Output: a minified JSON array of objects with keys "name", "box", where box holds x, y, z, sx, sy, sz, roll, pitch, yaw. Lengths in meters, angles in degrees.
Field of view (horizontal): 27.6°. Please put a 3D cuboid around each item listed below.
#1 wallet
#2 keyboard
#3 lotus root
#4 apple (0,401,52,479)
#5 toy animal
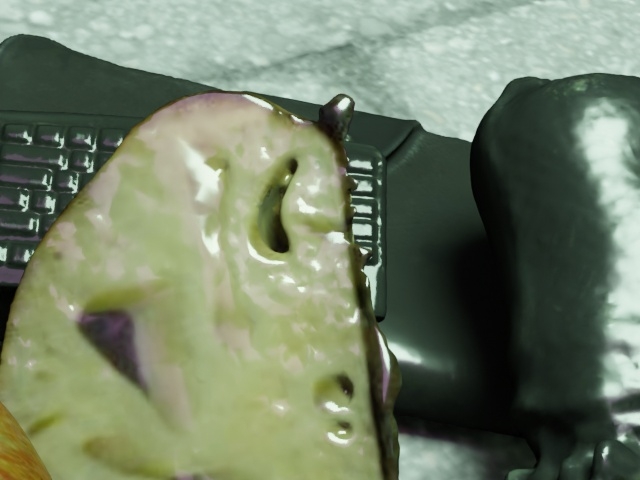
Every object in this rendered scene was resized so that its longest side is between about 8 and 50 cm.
[{"name":"wallet","box":[0.000,0.000,0.669,0.378,0.051,0.197,12,47,-6]},{"name":"keyboard","box":[-0.053,-0.008,0.598,0.381,0.041,0.103,7,62,-11]},{"name":"lotus root","box":[-0.044,0.070,0.518,0.170,0.074,0.260,1,75,-6]},{"name":"apple","box":[-0.172,0.113,0.398,0.188,0.174,0.188,39,11,-9]},{"name":"toy animal","box":[0.134,0.068,0.542,0.168,0.106,0.343,24,49,-17]}]
